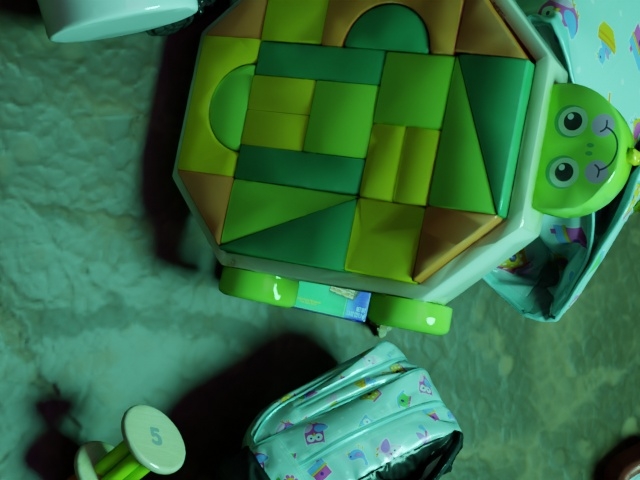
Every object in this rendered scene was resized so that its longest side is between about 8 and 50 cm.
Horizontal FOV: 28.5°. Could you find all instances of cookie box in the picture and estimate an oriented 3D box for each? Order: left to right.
[{"bbox_3d":[0.000,0.000,0.944,0.092,0.040,0.107,13,85,-4],"label":"cookie box"}]

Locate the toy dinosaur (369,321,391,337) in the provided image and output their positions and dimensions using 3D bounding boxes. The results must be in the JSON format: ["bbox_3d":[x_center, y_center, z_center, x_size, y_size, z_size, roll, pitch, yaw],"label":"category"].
[{"bbox_3d":[0.052,-0.013,0.991,0.092,0.053,0.183,-24,105,-28],"label":"toy dinosaur"}]

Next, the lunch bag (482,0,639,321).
[{"bbox_3d":[0.194,-0.094,0.997,0.223,0.160,0.262,-47,125,-46],"label":"lunch bag"}]

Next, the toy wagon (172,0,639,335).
[{"bbox_3d":[0.062,-0.075,0.836,0.068,0.344,0.267,17,83,-60],"label":"toy wagon"}]

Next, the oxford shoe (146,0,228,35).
[{"bbox_3d":[-0.067,-0.244,0.900,0.096,0.083,0.227,37,80,3],"label":"oxford shoe"}]

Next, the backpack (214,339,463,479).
[{"bbox_3d":[0.014,0.158,0.917,0.182,0.152,0.115,-28,75,-17],"label":"backpack"}]

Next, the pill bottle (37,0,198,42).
[{"bbox_3d":[-0.147,-0.239,0.802,0.119,0.119,0.208,-15,94,-31],"label":"pill bottle"}]

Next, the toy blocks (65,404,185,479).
[{"bbox_3d":[-0.139,0.200,0.858,0.123,0.148,0.054,53,24,9],"label":"toy blocks"}]

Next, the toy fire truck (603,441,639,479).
[{"bbox_3d":[0.424,0.287,1.198,0.254,0.169,0.302,-26,107,-4],"label":"toy fire truck"}]
